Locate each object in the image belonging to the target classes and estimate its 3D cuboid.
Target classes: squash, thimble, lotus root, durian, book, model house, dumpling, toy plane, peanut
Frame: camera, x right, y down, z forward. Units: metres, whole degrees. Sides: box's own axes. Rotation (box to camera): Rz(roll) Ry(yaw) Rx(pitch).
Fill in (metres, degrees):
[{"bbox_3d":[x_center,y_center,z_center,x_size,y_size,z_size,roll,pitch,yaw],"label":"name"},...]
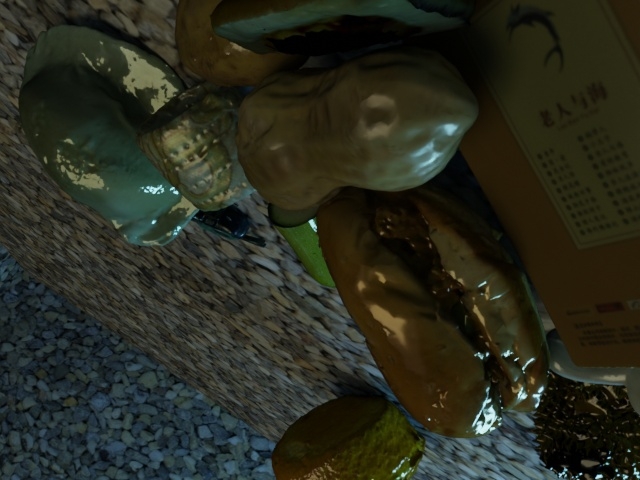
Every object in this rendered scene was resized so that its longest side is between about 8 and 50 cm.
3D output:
[{"bbox_3d":[0.000,0.000,0.929,0.095,0.095,0.188,17,151,36],"label":"squash"},{"bbox_3d":[-0.144,-0.130,0.843,0.191,0.137,0.143,-8,129,41],"label":"thimble"},{"bbox_3d":[-0.070,-0.224,0.631,0.221,0.118,0.125,0,150,48],"label":"lotus root"},{"bbox_3d":[0.361,0.244,0.808,0.194,0.137,0.237,-4,130,53],"label":"durian"},{"bbox_3d":[0.205,-0.082,0.455,0.388,0.032,0.269,63,151,-2],"label":"book"},{"bbox_3d":[0.001,-0.256,0.428,0.268,0.174,0.238,10,107,45],"label":"model house"},{"bbox_3d":[-0.330,-0.149,0.963,0.270,0.211,0.320,3,148,45],"label":"dumpling"},{"bbox_3d":[-0.211,-0.046,1.152,0.235,0.060,0.096,21,162,22],"label":"toy plane"},{"bbox_3d":[0.017,-0.101,0.569,0.149,0.149,0.313,52,156,-25],"label":"peanut"}]

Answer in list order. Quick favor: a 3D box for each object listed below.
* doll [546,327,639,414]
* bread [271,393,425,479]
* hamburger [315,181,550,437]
[{"bbox_3d":[0.400,0.145,0.638,0.237,0.111,0.252,33,151,-19],"label":"doll"},{"bbox_3d":[0.054,0.484,1.400,0.358,0.337,0.204,-24,91,59],"label":"bread"},{"bbox_3d":[0.120,0.060,0.700,0.304,0.174,0.284,62,-177,-24],"label":"hamburger"}]
